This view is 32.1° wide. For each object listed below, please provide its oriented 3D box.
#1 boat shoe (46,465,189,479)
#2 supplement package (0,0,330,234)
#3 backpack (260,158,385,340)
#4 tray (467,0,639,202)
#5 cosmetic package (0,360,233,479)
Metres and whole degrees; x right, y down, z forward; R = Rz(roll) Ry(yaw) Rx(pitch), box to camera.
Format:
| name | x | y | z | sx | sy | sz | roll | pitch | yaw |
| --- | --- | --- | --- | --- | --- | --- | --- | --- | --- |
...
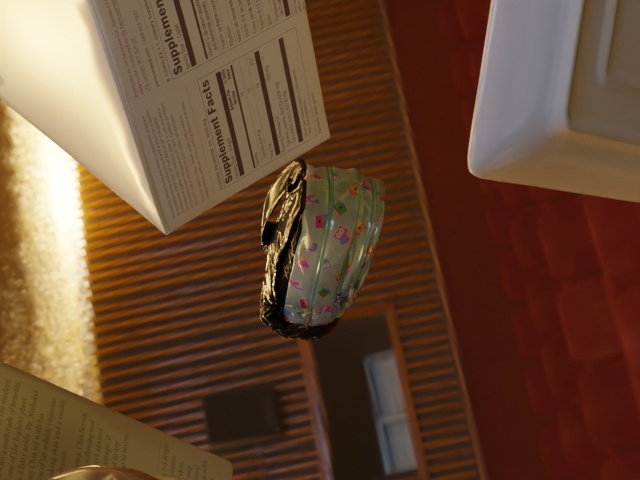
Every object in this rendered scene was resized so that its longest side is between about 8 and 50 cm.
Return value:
| name | x | y | z | sx | sy | sz | roll | pitch | yaw |
| --- | --- | --- | --- | --- | --- | --- | --- | --- | --- |
| boat shoe | -0.063 | 0.227 | 0.348 | 0.098 | 0.109 | 0.302 | 30 | -119 | -59 |
| supplement package | -0.141 | -0.166 | 0.778 | 0.262 | 0.145 | 0.204 | 36 | 148 | 42 |
| backpack | 0.000 | 0.000 | 1.175 | 0.152 | 0.115 | 0.182 | -99 | 19 | -45 |
| tray | 0.167 | -0.091 | 0.546 | 0.270 | 0.030 | 0.145 | 3 | -84 | -49 |
| cosmetic package | -0.322 | 0.295 | 1.225 | 0.453 | 0.161 | 0.230 | 31 | -143 | -29 |
